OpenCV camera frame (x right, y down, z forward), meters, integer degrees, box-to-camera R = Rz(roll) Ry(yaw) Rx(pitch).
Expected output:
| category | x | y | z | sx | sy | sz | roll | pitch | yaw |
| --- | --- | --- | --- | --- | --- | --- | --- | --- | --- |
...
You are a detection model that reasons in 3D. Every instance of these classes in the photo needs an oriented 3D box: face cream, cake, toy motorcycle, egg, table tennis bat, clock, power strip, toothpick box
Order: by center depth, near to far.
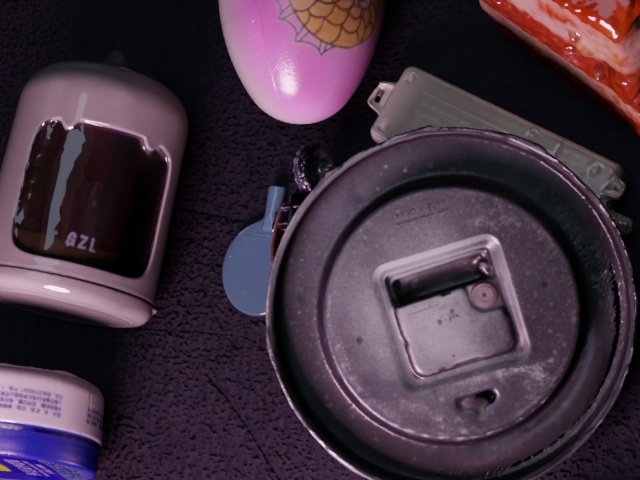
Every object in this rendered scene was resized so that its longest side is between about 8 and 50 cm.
| category | x | y | z | sx | sy | sz | roll | pitch | yaw |
| --- | --- | --- | --- | --- | --- | --- | --- | --- | --- |
| cake | 0.311 | -0.297 | 1.758 | 0.270 | 0.319 | 0.269 | 42 | 92 | 26 |
| clock | 0.135 | 0.073 | 1.793 | 0.386 | 0.076 | 0.386 | 0 | 93 | 6 |
| power strip | 0.200 | -0.089 | 1.894 | 0.338 | 0.058 | 0.098 | 29 | 88 | 26 |
| toy motorcycle | 0.001 | 0.000 | 1.930 | 0.082 | 0.122 | 0.213 | -5 | 62 | 28 |
| face cream | -0.349 | 0.206 | 1.958 | 0.206 | 0.206 | 0.111 | -3 | 70 | 21 |
| egg | -0.019 | -0.269 | 1.961 | 0.196 | 0.196 | 0.271 | -3 | 94 | 21 |
| table tennis bat | -0.063 | 0.012 | 1.997 | 0.100 | 0.019 | 0.155 | 5 | 80 | 23 |
| toothpick box | -0.270 | -0.069 | 2.009 | 0.229 | 0.229 | 0.316 | 6 | 77 | 23 |
